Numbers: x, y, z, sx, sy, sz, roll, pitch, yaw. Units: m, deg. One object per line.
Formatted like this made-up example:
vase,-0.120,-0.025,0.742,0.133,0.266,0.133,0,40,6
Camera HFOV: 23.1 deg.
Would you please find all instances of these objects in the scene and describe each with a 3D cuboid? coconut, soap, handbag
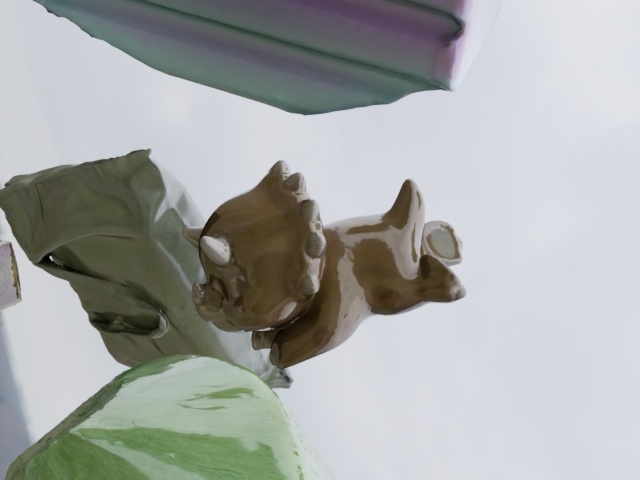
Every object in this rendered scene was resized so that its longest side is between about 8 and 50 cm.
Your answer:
coconut,-0.108,0.233,1.111,0.281,0.328,0.328,2,-68,34
soap,-0.045,-0.194,0.999,0.109,0.324,0.192,-60,163,-50
handbag,-0.192,0.037,1.650,0.253,0.109,0.315,1,-45,42

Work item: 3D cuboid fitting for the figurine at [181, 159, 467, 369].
figurine,-0.004,0.003,1.475,0.177,0.247,0.173,-80,150,-72

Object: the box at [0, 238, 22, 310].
box,-0.408,0.052,1.379,0.159,0.240,0.071,11,-63,41
